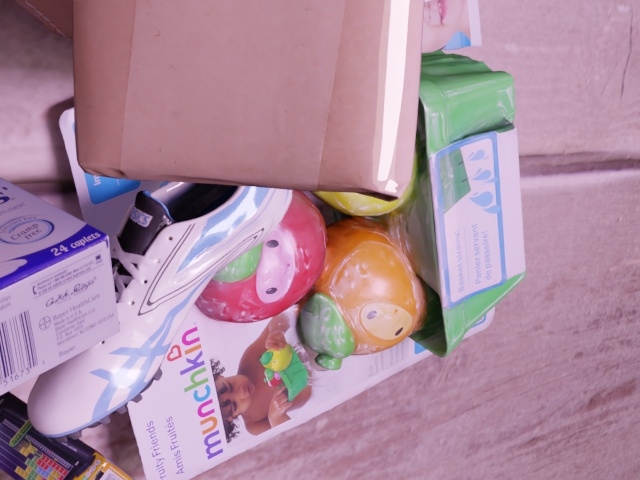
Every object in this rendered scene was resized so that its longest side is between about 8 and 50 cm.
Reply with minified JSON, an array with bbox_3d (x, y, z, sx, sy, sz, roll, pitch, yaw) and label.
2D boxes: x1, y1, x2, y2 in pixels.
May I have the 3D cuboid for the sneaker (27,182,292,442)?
[{"bbox_3d":[-0.115,0.023,0.824,0.237,0.085,0.086,-52,128,-8],"label":"sneaker"}]

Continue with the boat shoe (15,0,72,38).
[{"bbox_3d":[-0.216,-0.218,0.654,0.110,0.122,0.341,-25,137,11],"label":"boat shoe"}]

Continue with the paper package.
[{"bbox_3d":[-0.025,-0.206,0.678,0.309,0.168,0.325,-86,179,-76],"label":"paper package"}]

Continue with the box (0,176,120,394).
[{"bbox_3d":[-0.212,0.028,0.759,0.126,0.137,0.072,-29,129,-38],"label":"box"}]

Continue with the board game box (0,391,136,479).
[{"bbox_3d":[-0.164,0.175,0.897,0.048,0.141,0.170,-56,142,-16],"label":"board game box"}]

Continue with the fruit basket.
[{"bbox_3d":[0.000,0.000,0.975,0.353,0.165,0.327,-26,122,-31],"label":"fruit basket"}]
